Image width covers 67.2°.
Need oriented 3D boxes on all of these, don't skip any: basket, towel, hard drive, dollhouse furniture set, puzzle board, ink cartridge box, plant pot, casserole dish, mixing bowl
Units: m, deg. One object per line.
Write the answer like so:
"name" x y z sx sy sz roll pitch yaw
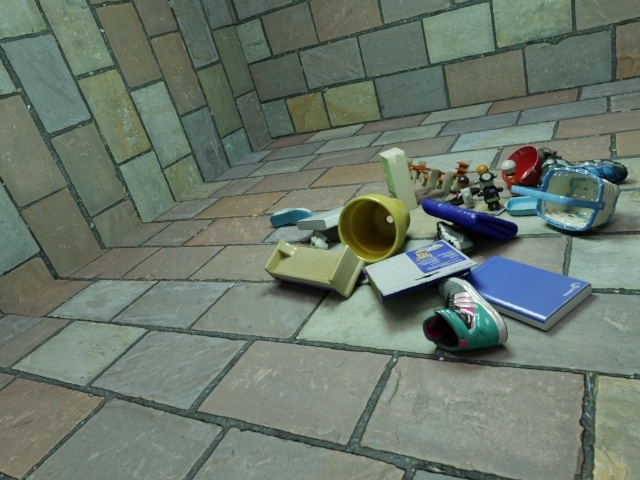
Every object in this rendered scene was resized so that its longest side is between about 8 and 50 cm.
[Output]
"basket" 0.826 -0.140 1.610 0.288 0.201 0.255 8 14 -23
"towel" 0.538 -0.076 1.769 0.227 0.076 0.308 11 9 -26
"hard drive" 0.098 -0.118 2.164 0.352 0.047 0.233 -21 11 -32
"dollhouse furniture set" 0.526 -0.310 2.166 0.258 0.135 0.262 8 17 -20
"puzzle board" 0.717 -0.138 1.952 0.128 0.011 0.096 -31 28 -26
"hard drive" 0.578 0.141 1.412 0.210 0.040 0.318 -28 26 -24
"ink cartridge box" 0.320 0.107 1.574 0.303 0.072 0.307 -18 17 -1
"plant pot" 0.232 -0.064 1.871 0.253 0.254 0.239 -1 13 32
"casserole dish" 0.806 -0.132 1.849 0.188 0.037 0.114 -4 28 30
"mixing bowl" 0.874 -0.299 2.043 0.181 0.098 0.182 -48 26 32

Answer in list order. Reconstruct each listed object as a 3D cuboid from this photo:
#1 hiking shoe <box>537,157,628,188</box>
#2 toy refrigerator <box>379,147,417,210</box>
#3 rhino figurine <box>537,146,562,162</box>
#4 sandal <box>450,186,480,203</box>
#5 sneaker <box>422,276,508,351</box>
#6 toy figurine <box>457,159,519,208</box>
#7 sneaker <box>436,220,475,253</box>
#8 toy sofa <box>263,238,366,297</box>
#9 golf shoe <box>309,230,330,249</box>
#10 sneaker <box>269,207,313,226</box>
"hiking shoe" 1.025 -0.240 1.887 0.303 0.113 0.132 6 63 31
"toy refrigerator" 0.346 -0.268 2.161 0.094 0.270 0.102 -23 25 -7
"rhino figurine" 0.958 -0.356 2.180 0.243 0.073 0.106 -24 29 -11
"sandal" 0.632 -0.207 2.119 0.179 0.040 0.067 -31 28 -28
"sneaker" 0.356 0.207 1.335 0.178 0.124 0.295 -12 24 -11
"toy figurine" 0.688 -0.236 1.985 0.213 0.148 0.209 -29 19 -22
"sneaker" 0.497 -0.012 1.759 0.106 0.078 0.234 -11 25 -1
"toy sofa" -0.017 0.112 1.787 0.362 0.177 0.150 6 58 42
"golf shoe" 0.000 0.000 2.105 0.085 0.069 0.176 9 25 -2
"sneaker" -0.141 -0.129 2.423 0.228 0.088 0.092 -4 25 24
